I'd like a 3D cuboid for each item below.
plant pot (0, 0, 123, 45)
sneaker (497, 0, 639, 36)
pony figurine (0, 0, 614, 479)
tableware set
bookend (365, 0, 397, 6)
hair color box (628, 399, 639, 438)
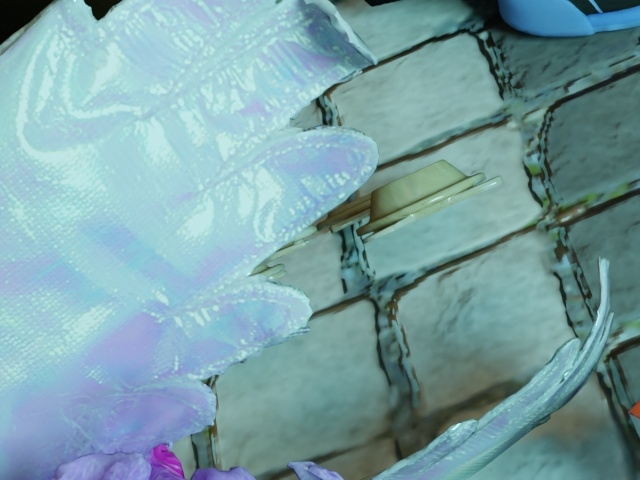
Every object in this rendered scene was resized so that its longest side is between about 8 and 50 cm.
[{"bbox_3d":[-0.185,-0.051,0.826,0.215,0.215,0.230,-46,24,-22],"label":"plant pot"},{"bbox_3d":[0.182,-0.168,0.803,0.232,0.090,0.081,-16,40,15],"label":"sneaker"},{"bbox_3d":[-0.072,0.124,0.519,0.351,0.303,0.363,-27,52,16],"label":"pony figurine"},{"bbox_3d":[0.000,0.000,0.712,0.141,0.020,0.168,-24,1,-7],"label":"tableware set"},{"bbox_3d":[0.080,-0.205,0.844,0.157,0.072,0.156,-2,56,54],"label":"bookend"},{"bbox_3d":[0.167,0.088,0.535,0.043,0.072,0.141,-42,38,-17],"label":"hair color box"}]
